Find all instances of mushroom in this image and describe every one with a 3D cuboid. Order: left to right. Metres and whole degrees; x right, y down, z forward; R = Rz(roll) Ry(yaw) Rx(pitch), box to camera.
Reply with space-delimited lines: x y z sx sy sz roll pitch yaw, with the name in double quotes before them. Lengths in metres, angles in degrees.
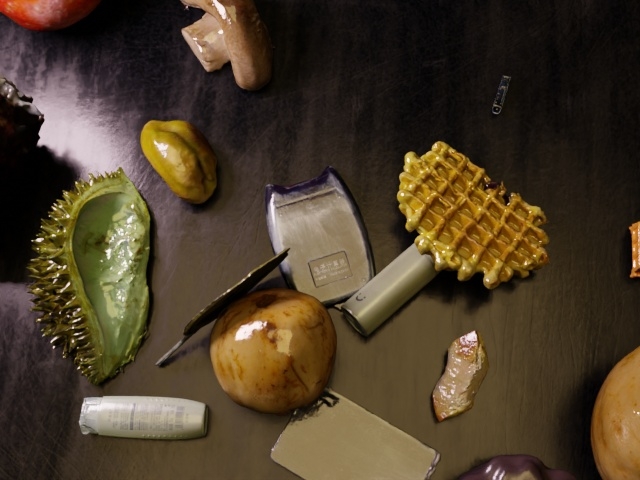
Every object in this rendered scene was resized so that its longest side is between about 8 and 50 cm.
"mushroom" -0.187 -0.429 1.567 0.156 0.151 0.286 -33 76 -10

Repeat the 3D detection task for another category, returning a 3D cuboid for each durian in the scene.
"durian" -0.414 0.062 1.473 0.198 0.163 0.395 2 74 -39

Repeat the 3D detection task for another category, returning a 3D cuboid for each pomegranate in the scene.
"pomegranate" -0.072 0.188 1.365 0.215 0.215 0.216 0 74 1
"pomegranate" 0.558 0.282 1.270 0.307 0.307 0.308 0 74 1

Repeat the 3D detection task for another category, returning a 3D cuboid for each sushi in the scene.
"sushi" -0.658 -0.159 1.425 0.281 0.299 0.294 27 73 -7

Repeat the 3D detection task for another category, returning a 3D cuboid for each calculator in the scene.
"calculator" 0.000 0.000 1.497 0.177 0.040 0.268 -19 80 -3
"calculator" 0.056 0.365 1.395 0.261 0.021 0.161 30 77 10

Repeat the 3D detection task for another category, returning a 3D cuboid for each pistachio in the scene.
"pistachio" -0.261 -0.157 1.513 0.100 0.110 0.189 -40 75 23

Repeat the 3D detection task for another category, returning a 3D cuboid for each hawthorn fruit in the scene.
"hawthorn fruit" -0.529 -0.542 1.554 0.284 0.284 0.285 0 74 1

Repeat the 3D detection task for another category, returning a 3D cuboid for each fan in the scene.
"fan" -0.171 0.115 1.388 0.335 0.229 0.011 -42 85 19

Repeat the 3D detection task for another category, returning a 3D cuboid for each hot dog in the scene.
"hot dog" 0.245 0.232 1.407 0.078 0.061 0.169 28 97 41

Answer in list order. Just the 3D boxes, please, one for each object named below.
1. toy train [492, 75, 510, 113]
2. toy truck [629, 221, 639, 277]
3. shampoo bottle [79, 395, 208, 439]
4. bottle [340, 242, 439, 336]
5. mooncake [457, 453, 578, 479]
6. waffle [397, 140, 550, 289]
"toy train" 0.346 -0.277 1.578 0.017 0.017 0.083 17 74 9
"toy truck" 0.689 0.017 1.429 0.270 0.135 0.114 3 76 7
"shampoo bottle" -0.301 0.303 1.407 0.212 0.049 0.072 4 77 1
"bottle" 0.132 0.079 1.447 0.201 0.072 0.072 -40 77 -12
"mooncake" 0.319 0.479 1.295 0.282 0.141 0.283 0 75 -1
"waffle" 0.270 -0.043 1.457 0.283 0.065 0.310 0 59 -18
